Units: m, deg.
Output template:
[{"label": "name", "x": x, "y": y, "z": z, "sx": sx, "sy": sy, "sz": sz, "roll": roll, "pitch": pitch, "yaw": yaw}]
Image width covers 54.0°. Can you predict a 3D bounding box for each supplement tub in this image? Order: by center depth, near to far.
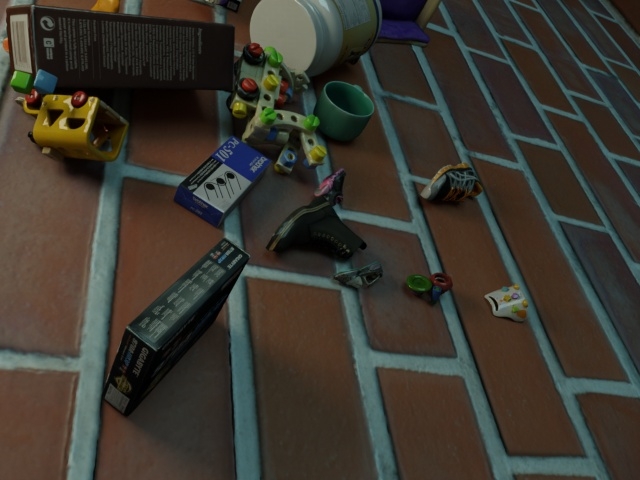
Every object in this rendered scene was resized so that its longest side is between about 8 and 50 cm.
[{"label": "supplement tub", "x": -0.008, "y": -0.545, "z": 1.591, "sx": 0.228, "sy": 0.228, "sz": 0.316, "roll": 40, "pitch": 42, "yaw": 10}]

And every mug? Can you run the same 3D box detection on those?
[{"label": "mug", "x": 0.058, "y": -0.300, "z": 1.491, "sx": 0.158, "sy": 0.097, "sz": 0.129, "roll": -15, "pitch": 58, "yaw": -40}]

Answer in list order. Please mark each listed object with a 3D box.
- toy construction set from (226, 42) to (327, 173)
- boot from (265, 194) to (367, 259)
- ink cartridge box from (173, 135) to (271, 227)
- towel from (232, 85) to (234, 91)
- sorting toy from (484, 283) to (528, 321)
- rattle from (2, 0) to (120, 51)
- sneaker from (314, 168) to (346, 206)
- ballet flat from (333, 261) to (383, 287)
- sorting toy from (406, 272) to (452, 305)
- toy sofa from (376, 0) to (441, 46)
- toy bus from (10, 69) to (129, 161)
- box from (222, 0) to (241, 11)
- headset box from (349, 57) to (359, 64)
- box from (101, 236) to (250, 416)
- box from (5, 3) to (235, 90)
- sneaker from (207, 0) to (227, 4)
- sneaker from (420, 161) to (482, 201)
[{"label": "toy construction set", "x": -0.091, "y": -0.302, "z": 1.356, "sx": 0.215, "sy": 0.151, "sz": 0.327, "roll": 19, "pitch": 42, "yaw": -22}, {"label": "boot", "x": 0.000, "y": 0.000, "z": 1.187, "sx": 0.137, "sy": 0.077, "sz": 0.198, "roll": 44, "pitch": 43, "yaw": 6}, {"label": "ink cartridge box", "x": -0.183, "y": -0.118, "z": 1.207, "sx": 0.097, "sy": 0.046, "sz": 0.207, "roll": 33, "pitch": 41, "yaw": 0}, {"label": "towel", "x": -0.238, "y": -0.369, "z": 1.447, "sx": 0.083, "sy": 0.009, "sz": 0.060, "roll": 5, "pitch": 48, "yaw": -26}, {"label": "sorting toy", "x": 0.388, "y": 0.130, "z": 1.322, "sx": 0.075, "sy": 0.044, "sz": 0.083, "roll": -10, "pitch": 53, "yaw": -14}, {"label": "rattle", "x": -0.508, "y": -0.424, "z": 1.246, "sx": 0.200, "sy": 0.143, "sz": 0.130, "roll": -4, "pitch": 71, "yaw": -41}, {"label": "sneaker", "x": 0.030, "y": -0.109, "z": 1.338, "sx": 0.057, "sy": 0.047, "sz": 0.119, "roll": 50, "pitch": 40, "yaw": -12}, {"label": "ballet flat", "x": 0.076, "y": 0.069, "z": 1.190, "sx": 0.114, "sy": 0.041, "sz": 0.041, "roll": -12, "pitch": 57, "yaw": -37}, {"label": "sorting toy", "x": 0.217, "y": 0.098, "z": 1.249, "sx": 0.102, "sy": 0.042, "sz": 0.061, "roll": -6, "pitch": 37, "yaw": -20}, {"label": "toy sofa", "x": 0.214, "y": -0.725, "z": 1.961, "sx": 0.363, "sy": 0.150, "sz": 0.177, "roll": -10, "pitch": 54, "yaw": -37}, {"label": "toy bus", "x": -0.438, "y": -0.189, "z": 1.074, "sx": 0.191, "sy": 0.202, "sz": 0.104, "roll": 18, "pitch": 75, "yaw": -22}, {"label": "box", "x": -0.311, "y": -0.698, "z": 1.703, "sx": 0.207, "sy": 0.036, "sz": 0.114, "roll": 18, "pitch": 43, "yaw": -15}, {"label": "headset box", "x": 0.078, "y": -0.547, "z": 1.770, "sx": 0.083, "sy": 0.062, "sz": 0.032, "roll": 36, "pitch": 41, "yaw": 3}, {"label": "box", "x": -0.199, "y": 0.116, "z": 0.872, "sx": 0.051, "sy": 0.175, "sz": 0.220, "roll": 36, "pitch": 41, "yaw": 4}, {"label": "box", "x": -0.376, "y": -0.365, "z": 1.211, "sx": 0.382, "sy": 0.143, "sz": 0.191, "roll": -10, "pitch": 21, "yaw": -35}, {"label": "sneaker", "x": -0.249, "y": -0.714, "z": 1.649, "sx": 0.146, "sy": 0.102, "sz": 0.293, "roll": 3, "pitch": 48, "yaw": -30}, {"label": "sneaker", "x": 0.318, "y": -0.129, "z": 1.495, "sx": 0.215, "sy": 0.084, "sz": 0.083, "roll": -23, "pitch": 69, "yaw": -44}]
